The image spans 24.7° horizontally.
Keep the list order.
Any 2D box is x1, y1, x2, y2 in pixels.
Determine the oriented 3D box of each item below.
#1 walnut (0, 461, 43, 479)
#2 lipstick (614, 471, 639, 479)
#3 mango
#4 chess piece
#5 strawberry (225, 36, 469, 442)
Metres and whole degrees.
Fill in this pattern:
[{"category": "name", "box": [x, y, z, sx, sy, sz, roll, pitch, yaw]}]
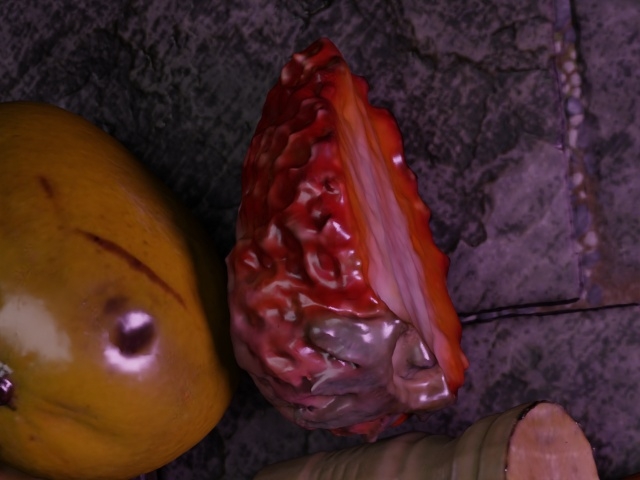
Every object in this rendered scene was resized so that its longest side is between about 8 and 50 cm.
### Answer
[{"category": "walnut", "box": [-0.304, 0.294, 1.226, 0.306, 0.344, 0.306, 0, 91, 30]}, {"category": "lipstick", "box": [0.358, 0.164, 1.103, 0.418, 0.077, 0.077, -26, 75, 21]}, {"category": "mango", "box": [-0.215, 0.017, 1.232, 0.220, 0.301, 0.445, -55, 28, 22]}, {"category": "chess piece", "box": [0.070, 0.214, 1.170, 0.301, 0.137, 0.137, -15, 78, 41]}, {"category": "strawberry", "box": [0.000, 0.000, 1.181, 0.149, 0.265, 0.336, -22, 54, 19]}]
